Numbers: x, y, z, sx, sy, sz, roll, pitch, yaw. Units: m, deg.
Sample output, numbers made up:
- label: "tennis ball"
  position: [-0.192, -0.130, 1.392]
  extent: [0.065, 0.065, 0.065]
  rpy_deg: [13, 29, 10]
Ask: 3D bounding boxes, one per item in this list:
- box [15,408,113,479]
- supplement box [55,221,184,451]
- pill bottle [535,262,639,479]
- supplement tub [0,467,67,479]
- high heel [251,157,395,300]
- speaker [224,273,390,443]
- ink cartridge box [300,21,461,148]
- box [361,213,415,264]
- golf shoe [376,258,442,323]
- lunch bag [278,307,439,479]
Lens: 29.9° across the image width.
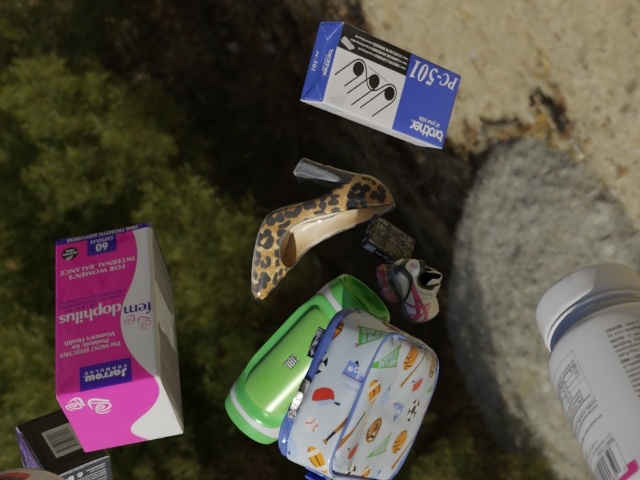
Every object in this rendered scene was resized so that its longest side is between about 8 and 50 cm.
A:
- label: "box"
  position: [-0.417, 0.406, 1.991]
  extent: [0.153, 0.108, 0.207]
  rpy_deg: [40, 141, 46]
- label: "supplement box"
  position: [-0.219, 0.102, 1.300]
  extent: [0.114, 0.111, 0.220]
  rpy_deg: [79, 180, -50]
- label: "pill bottle"
  position: [0.353, 0.171, 1.345]
  extent: [0.160, 0.160, 0.283]
  rpy_deg: [57, -168, -48]
- label: "supplement tub"
  position: [-0.382, 0.399, 1.374]
  extent: [0.191, 0.191, 0.272]
  rpy_deg: [58, -158, -5]
- label: "high heel"
  position: [0.000, 0.000, 1.951]
  extent: [0.186, 0.261, 0.093]
  rpy_deg: [19, 169, 26]
- label: "speaker"
  position: [-0.023, 0.195, 1.962]
  extent: [0.131, 0.296, 0.131]
  rpy_deg: [39, -164, -13]
- label: "ink cartridge box"
  position: [0.076, -0.184, 1.441]
  extent: [0.207, 0.097, 0.046]
  rpy_deg: [15, 179, -41]
- label: "box"
  position: [0.109, 0.004, 1.919]
  extent: [0.083, 0.018, 0.067]
  rpy_deg: [33, -136, -15]
- label: "golf shoe"
  position: [0.158, 0.081, 1.887]
  extent: [0.186, 0.086, 0.067]
  rpy_deg: [39, -141, -58]
- label: "lunch bag"
  position: [0.055, 0.233, 1.699]
  extent: [0.115, 0.243, 0.303]
  rpy_deg: [23, 175, 27]
